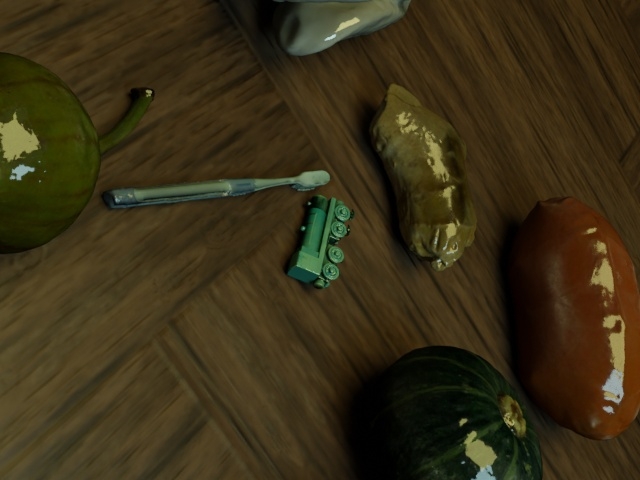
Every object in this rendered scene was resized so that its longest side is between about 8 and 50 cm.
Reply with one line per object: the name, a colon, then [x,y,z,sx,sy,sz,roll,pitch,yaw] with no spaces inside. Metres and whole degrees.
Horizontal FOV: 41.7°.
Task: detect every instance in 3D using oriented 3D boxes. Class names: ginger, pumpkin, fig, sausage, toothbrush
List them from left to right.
fig: [-0.179,-0.068,0.558,0.124,0.124,0.236,63,23,-6]
toothbrush: [-0.076,-0.043,0.683,0.219,0.019,0.016,-10,80,-43]
ginger: [0.101,-0.063,0.815,0.095,0.069,0.190,-4,77,-48]
pumpkin: [0.112,0.169,0.704,0.167,0.125,0.167,54,23,-37]
sausage: [0.274,0.079,0.886,0.133,0.133,0.258,12,67,-39]

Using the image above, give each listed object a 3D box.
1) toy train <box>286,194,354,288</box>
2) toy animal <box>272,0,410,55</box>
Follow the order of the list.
toy train: [0.000,0.000,0.732,0.045,0.029,0.092,24,55,-17]
toy animal: [0.032,-0.306,0.766,0.265,0.206,0.271,-14,100,-53]
